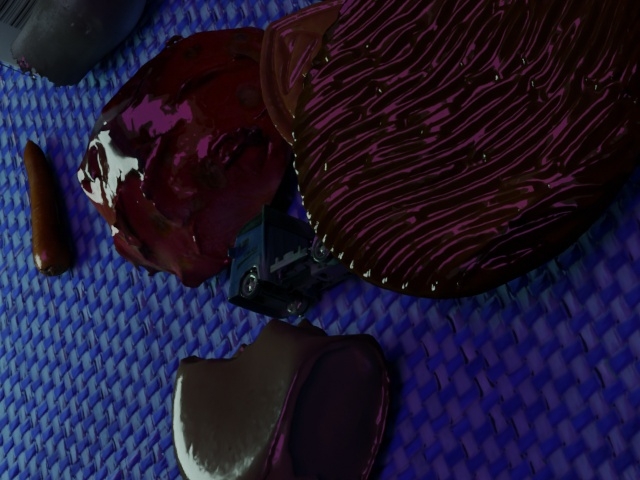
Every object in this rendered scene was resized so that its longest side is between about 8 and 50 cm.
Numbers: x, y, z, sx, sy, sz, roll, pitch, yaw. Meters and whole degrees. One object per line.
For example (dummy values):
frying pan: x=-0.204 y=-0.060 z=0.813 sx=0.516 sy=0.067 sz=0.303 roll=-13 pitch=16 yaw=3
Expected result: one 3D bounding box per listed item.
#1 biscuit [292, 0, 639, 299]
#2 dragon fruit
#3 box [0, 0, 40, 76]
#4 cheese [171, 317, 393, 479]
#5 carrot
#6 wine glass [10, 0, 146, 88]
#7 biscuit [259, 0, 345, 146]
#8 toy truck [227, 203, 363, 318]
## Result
biscuit: x=0.109 y=-0.109 z=1.243 sx=0.318 sy=0.040 sz=0.318 roll=-18 pitch=58 yaw=30
dragon fruit: x=-0.112 y=-0.069 z=1.470 sx=0.274 sy=0.126 sz=0.161 roll=-53 pitch=41 yaw=22
box: x=-0.369 y=-0.349 z=1.862 sx=0.145 sy=0.173 sz=0.333 roll=-48 pitch=44 yaw=23
cheese: x=-0.044 y=0.141 z=1.327 sx=0.202 sy=0.091 sz=0.175 roll=13 pitch=83 yaw=51
carrot: x=-0.284 y=-0.038 z=1.741 sx=0.037 sy=0.037 sz=0.190 roll=-44 pitch=41 yaw=29
wine glass: x=-0.219 y=-0.251 z=1.702 sx=0.222 sy=0.103 sz=0.103 roll=-47 pitch=44 yaw=27
biscuit: x=0.028 y=-0.126 z=1.362 sx=0.220 sy=0.029 sz=0.142 roll=32 pitch=91 yaw=37
toy truck: x=0.000 y=0.000 z=1.354 sx=0.175 sy=0.067 sz=0.081 roll=-28 pitch=54 yaw=41
